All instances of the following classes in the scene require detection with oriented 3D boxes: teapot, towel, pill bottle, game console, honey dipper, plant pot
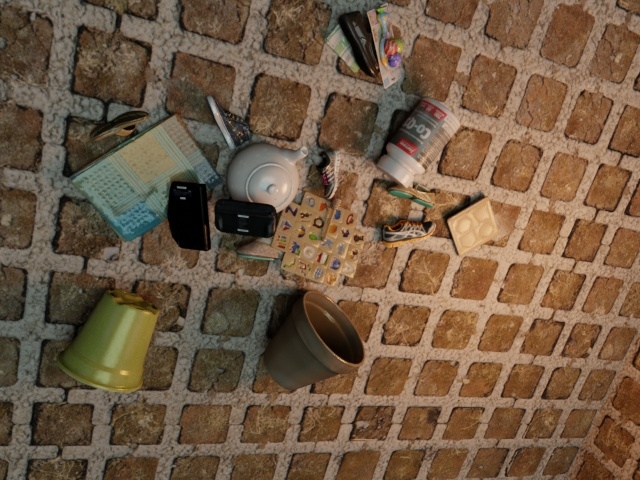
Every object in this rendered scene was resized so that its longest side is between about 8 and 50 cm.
[{"bbox_3d":[-0.176,-0.178,1.685,0.253,0.187,0.255,-8,115,-16],"label":"teapot"},{"bbox_3d":[0.098,-0.627,1.688,0.152,0.023,0.113,39,96,-29],"label":"towel"},{"bbox_3d":[0.329,-0.330,1.817,0.161,0.161,0.283,34,97,-28],"label":"pill bottle"},{"bbox_3d":[-0.527,-0.189,1.640,0.370,0.040,0.271,-34,120,-6],"label":"towel"},{"bbox_3d":[-0.304,-0.062,1.620,0.362,0.044,0.213,7,113,16],"label":"game console"},{"bbox_3d":[0.035,-0.070,1.859,0.031,0.030,0.160,24,82,-27],"label":"honey dipper"},{"bbox_3d":[-0.648,0.303,1.694,0.276,0.276,0.253,26,90,-27],"label":"plant pot"},{"bbox_3d":[-0.047,0.388,1.928,0.280,0.323,0.323,-40,120,19],"label":"plant pot"}]

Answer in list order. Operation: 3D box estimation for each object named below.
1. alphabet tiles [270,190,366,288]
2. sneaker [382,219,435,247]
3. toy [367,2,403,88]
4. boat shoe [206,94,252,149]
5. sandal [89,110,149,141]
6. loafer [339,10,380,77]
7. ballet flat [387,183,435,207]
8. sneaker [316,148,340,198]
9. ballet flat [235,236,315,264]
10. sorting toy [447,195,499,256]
[{"bbox_3d":[0.000,0.000,1.859,0.343,0.011,0.284,23,78,-26],"label":"alphabet tiles"},{"bbox_3d":[0.331,-0.040,1.987,0.215,0.084,0.083,-17,111,-12],"label":"sneaker"},{"bbox_3d":[0.224,-0.621,1.681,0.137,0.056,0.237,-44,123,-42],"label":"toy"},{"bbox_3d":[-0.281,-0.376,1.638,0.083,0.065,0.183,-29,125,-8],"label":"boat shoe"},{"bbox_3d":[-0.580,-0.328,1.547,0.180,0.072,0.049,-27,134,-6],"label":"sandal"},{"bbox_3d":[0.140,-0.613,1.654,0.078,0.080,0.220,-34,120,-5],"label":"loafer"},{"bbox_3d":[0.337,-0.179,1.948,0.206,0.073,0.067,17,78,-28],"label":"ballet flat"},{"bbox_3d":[0.020,-0.227,1.806,0.075,0.063,0.170,1,106,-21],"label":"sneaker"},{"bbox_3d":[-0.142,0.027,1.846,0.316,0.108,0.106,11,88,-29],"label":"ballet flat"},{"bbox_3d":[0.604,-0.056,2.106,0.193,0.038,0.208,-30,123,-6],"label":"sorting toy"}]
